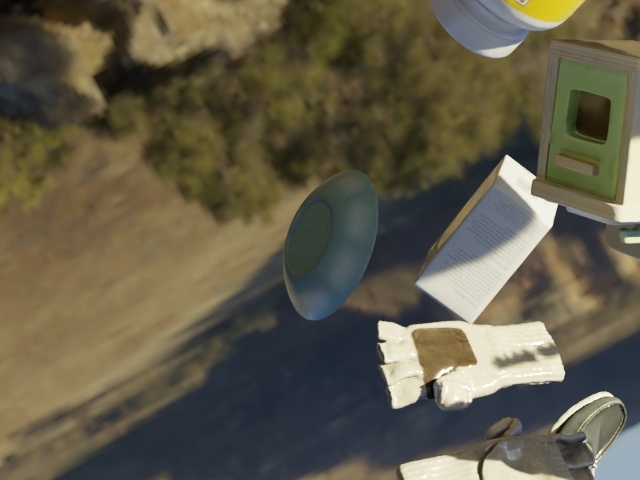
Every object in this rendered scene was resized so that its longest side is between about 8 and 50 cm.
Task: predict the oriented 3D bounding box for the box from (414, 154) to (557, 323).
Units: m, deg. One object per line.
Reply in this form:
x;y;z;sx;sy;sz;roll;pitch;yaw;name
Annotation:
0.210;-0.001;2.395;0.170;0.091;0.130;-53;-178;23;box

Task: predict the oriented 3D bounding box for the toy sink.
0.319;-0.087;2.020;0.131;0.234;0.153;-3;-165;-31;toy sink

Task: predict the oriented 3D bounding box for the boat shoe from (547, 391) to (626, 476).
0.282;0.265;2.176;0.079;0.084;0.233;16;-130;45;boat shoe

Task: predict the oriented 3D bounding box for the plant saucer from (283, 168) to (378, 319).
0.000;0.000;2.352;0.037;0.195;0.195;19;147;-29;plant saucer

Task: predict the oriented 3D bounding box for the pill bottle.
0.289;-0.390;2.433;0.188;0.188;0.334;-22;161;-50;pill bottle

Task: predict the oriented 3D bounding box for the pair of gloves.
0.165;0.174;1.893;0.204;0.240;0.042;0;142;-16;pair of gloves
